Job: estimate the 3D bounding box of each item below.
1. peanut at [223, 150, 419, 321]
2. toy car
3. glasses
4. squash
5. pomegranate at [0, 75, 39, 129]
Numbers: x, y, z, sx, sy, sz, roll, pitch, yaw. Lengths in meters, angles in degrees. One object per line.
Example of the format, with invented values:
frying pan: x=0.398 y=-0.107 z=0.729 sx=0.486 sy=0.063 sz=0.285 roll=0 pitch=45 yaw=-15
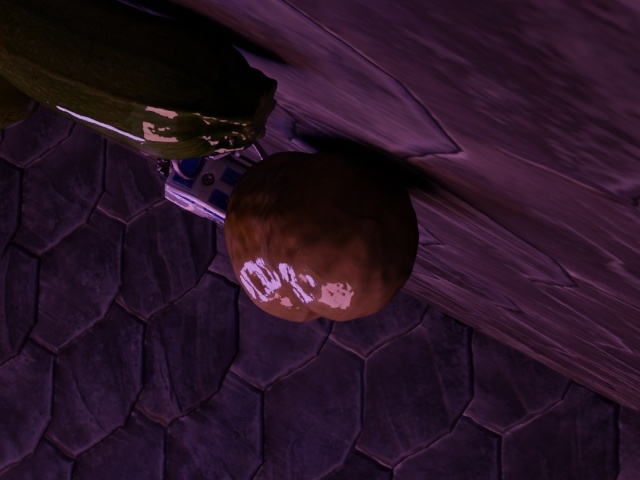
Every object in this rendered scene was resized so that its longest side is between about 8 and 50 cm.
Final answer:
peanut: x=0.000 y=0.000 z=0.856 sx=0.110 sy=0.120 sz=0.236 roll=51 pitch=175 yaw=-16
toy car: x=-0.098 y=-0.052 z=1.387 sx=0.171 sy=0.080 sz=0.070 roll=29 pitch=176 yaw=9
glasses: x=-0.087 y=-0.090 z=1.091 sx=0.104 sy=0.062 sz=0.140 roll=3 pitch=166 yaw=26
squash: x=-0.113 y=-0.096 z=0.681 sx=0.219 sy=0.077 sz=0.068 roll=25 pitch=136 yaw=32
pomegranate: x=-0.291 y=-0.157 z=1.197 sx=0.142 sy=0.114 sz=0.114 roll=-5 pitch=-158 yaw=-43
